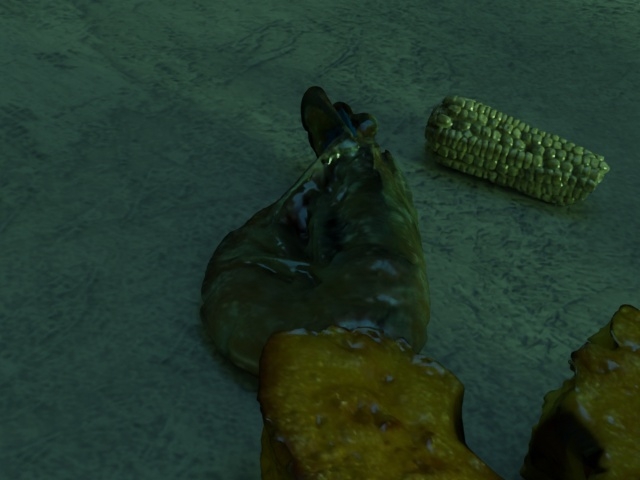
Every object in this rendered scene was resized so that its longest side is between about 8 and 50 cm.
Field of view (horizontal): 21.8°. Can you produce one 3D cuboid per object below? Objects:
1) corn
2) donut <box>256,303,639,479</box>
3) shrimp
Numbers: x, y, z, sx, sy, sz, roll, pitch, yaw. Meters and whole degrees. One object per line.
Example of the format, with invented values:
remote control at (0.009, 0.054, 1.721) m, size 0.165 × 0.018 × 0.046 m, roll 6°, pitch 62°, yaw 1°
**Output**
corn at (0.217, -0.096, 1.879) m, size 0.210 × 0.087 × 0.087 m, roll 24°, pitch 36°, yaw 9°
donut at (0.158, 0.223, 1.324) m, size 0.435 × 0.163 × 0.378 m, roll 2°, pitch 36°, yaw -16°
shrimp at (0.000, 0.000, 1.667) m, size 0.221 × 0.110 × 0.446 m, roll 2°, pitch 38°, yaw 2°
